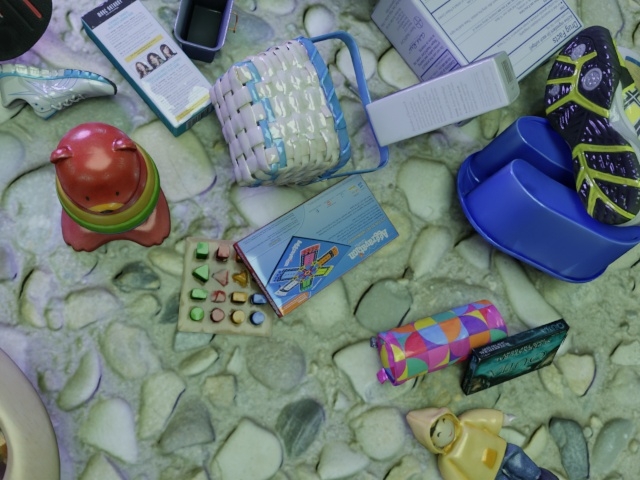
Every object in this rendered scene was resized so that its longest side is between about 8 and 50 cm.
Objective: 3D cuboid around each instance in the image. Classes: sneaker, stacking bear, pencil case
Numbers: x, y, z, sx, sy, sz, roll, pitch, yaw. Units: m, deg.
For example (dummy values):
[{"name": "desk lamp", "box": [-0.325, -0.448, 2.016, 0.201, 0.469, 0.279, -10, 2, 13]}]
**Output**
[{"name": "sneaker", "box": [0.506, -0.196, 1.089, 0.147, 0.145, 0.385, 9, 67, -29]}, {"name": "sneaker", "box": [-0.578, -0.329, 0.977, 0.314, 0.116, 0.136, -37, 55, -9]}, {"name": "stacking bear", "box": [-0.316, -0.086, 0.921, 0.175, 0.289, 0.164, -5, 83, -14]}, {"name": "sneaker", "box": [-0.436, -0.241, 1.038, 0.190, 0.071, 0.083, 2, 88, -4]}, {"name": "pencil case", "box": [0.210, 0.180, 1.107, 0.236, 0.104, 0.104, -15, 85, -13]}]

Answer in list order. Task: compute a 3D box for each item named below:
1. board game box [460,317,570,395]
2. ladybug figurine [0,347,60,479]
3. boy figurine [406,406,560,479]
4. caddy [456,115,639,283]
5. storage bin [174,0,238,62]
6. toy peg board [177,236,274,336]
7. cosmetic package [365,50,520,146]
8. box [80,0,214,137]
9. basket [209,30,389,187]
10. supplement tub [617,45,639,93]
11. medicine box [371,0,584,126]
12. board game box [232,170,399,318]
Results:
[{"name": "board game box", "box": [0.348, 0.211, 1.122, 0.186, 0.126, 0.026, -16, 49, -14]}, {"name": "ladybug figurine", "box": [-0.559, 0.265, 0.878, 0.305, 0.162, 0.449, -42, 93, -15]}, {"name": "boy figurine", "box": [0.282, 0.371, 1.097, 0.285, 0.092, 0.177, 37, 78, -9]}, {"name": "caddy", "box": [0.418, -0.066, 1.152, 0.341, 0.179, 0.241, 26, 55, -8]}, {"name": "storage bin", "box": [-0.198, -0.382, 1.096, 0.098, 0.091, 0.135, 12, 80, -11]}, {"name": "toy peg board", "box": [-0.151, 0.076, 1.045, 0.160, 0.079, 0.161, 6, 81, -12]}, {"name": "cosmetic package", "box": [0.208, -0.239, 1.063, 0.117, 0.231, 0.086, -39, 110, -56]}, {"name": "box", "box": [-0.292, -0.306, 1.078, 0.100, 0.060, 0.244, -41, 92, -15]}, {"name": "basket", "box": [-0.026, -0.220, 1.058, 0.289, 0.201, 0.255, -17, 90, -28]}, {"name": "supplement tub", "box": [0.547, -0.261, 1.224, 0.144, 0.144, 0.200, 22, 78, -9]}, {"name": "medicine box", "box": [0.294, -0.417, 1.186, 0.263, 0.149, 0.289, -39, 92, -15]}, {"name": "board game box", "box": [0.000, 0.000, 1.085, 0.281, 0.027, 0.145, -33, 89, -30]}]
